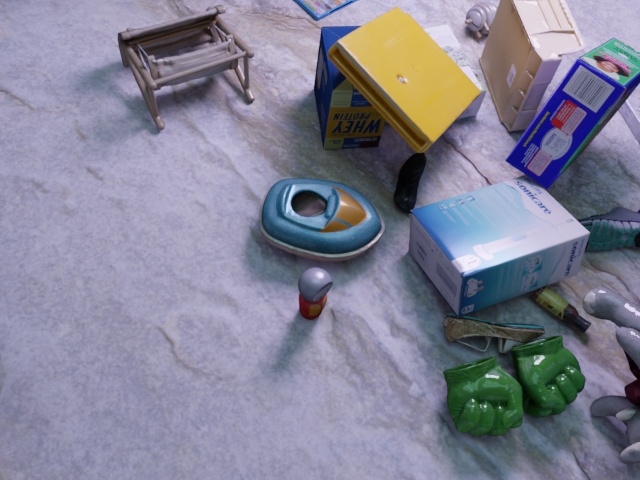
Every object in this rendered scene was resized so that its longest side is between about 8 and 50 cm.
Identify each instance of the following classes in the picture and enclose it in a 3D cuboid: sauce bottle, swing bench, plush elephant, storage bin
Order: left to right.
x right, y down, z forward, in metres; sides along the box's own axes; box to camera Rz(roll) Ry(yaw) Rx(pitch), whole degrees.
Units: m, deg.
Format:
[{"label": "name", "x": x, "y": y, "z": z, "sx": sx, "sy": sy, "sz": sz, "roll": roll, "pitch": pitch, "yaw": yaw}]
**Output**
[{"label": "swing bench", "x": -0.319, "y": -0.432, "z": 1.681, "sx": 0.253, "sy": 0.165, "sz": 0.254, "roll": -22, "pitch": 63, "yaw": -17}, {"label": "storage bin", "x": 0.498, "y": -0.442, "z": 1.708, "sx": 0.123, "sy": 0.262, "sz": 0.260, "roll": -6, "pitch": 60, "yaw": -8}, {"label": "sauce bottle", "x": 0.503, "y": 0.143, "z": 1.485, "sx": 0.128, "sy": 0.042, "sz": 0.042, "roll": 38, "pitch": 63, "yaw": 19}, {"label": "plush elephant", "x": 0.622, "y": 0.287, "z": 1.314, "sx": 0.330, "sy": 0.272, "sz": 0.255, "roll": 36, "pitch": 99, "yaw": 51}]

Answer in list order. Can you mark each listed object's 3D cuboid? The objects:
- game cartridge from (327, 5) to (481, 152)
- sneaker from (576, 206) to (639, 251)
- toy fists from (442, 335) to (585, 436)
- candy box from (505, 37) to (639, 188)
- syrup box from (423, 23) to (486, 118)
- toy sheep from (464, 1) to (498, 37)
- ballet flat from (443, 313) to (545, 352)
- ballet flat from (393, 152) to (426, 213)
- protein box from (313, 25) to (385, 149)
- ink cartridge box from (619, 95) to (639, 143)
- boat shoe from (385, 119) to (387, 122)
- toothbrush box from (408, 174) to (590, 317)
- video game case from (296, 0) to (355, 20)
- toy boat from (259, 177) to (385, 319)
[{"label": "game cartridge", "x": 0.192, "y": -0.359, "z": 1.545, "sx": 0.285, "sy": 0.053, "sz": 0.324, "roll": 47, "pitch": 41, "yaw": -1}, {"label": "sneaker", "x": 0.643, "y": -0.032, "z": 1.598, "sx": 0.224, "sy": 0.083, "sz": 0.098, "roll": 2, "pitch": 38, "yaw": -9}, {"label": "toy fists", "x": 0.372, "y": 0.281, "z": 1.348, "sx": 0.279, "sy": 0.096, "sz": 0.142, "roll": -15, "pitch": 84, "yaw": -16}, {"label": "candy box", "x": 0.570, "y": -0.285, "z": 1.559, "sx": 0.122, "sy": 0.268, "sz": 0.317, "roll": 39, "pitch": 38, "yaw": 13}, {"label": "syrup box", "x": 0.311, "y": -0.418, "z": 1.772, "sx": 0.093, "sy": 0.096, "sz": 0.237, "roll": -14, "pitch": 61, "yaw": -14}, {"label": "toy sheep", "x": 0.432, "y": -0.589, "z": 1.894, "sx": 0.132, "sy": 0.091, "sz": 0.091, "roll": -23, "pitch": 62, "yaw": -38}, {"label": "ballet flat", "x": 0.348, "y": 0.192, "z": 1.438, "sx": 0.206, "sy": 0.073, "sz": 0.067, "roll": 7, "pitch": 85, "yaw": 2}, {"label": "ballet flat", "x": 0.207, "y": -0.136, "z": 1.631, "sx": 0.057, "sy": 0.049, "sz": 0.173, "roll": -8, "pitch": 46, "yaw": 41}, {"label": "protein box", "x": 0.069, "y": -0.352, "z": 1.647, "sx": 0.136, "sy": 0.201, "sz": 0.200, "roll": -4, "pitch": 60, "yaw": -8}, {"label": "ink cartridge box", "x": 0.835, "y": -0.270, "z": 1.762, "sx": 0.097, "sy": 0.046, "sz": 0.207, "roll": -12, "pitch": 61, "yaw": -11}, {"label": "boat shoe", "x": 0.168, "y": -0.383, "z": 1.755, "sx": 0.075, "sy": 0.065, "sz": 0.206, "roll": 7, "pitch": 59, "yaw": -1}, {"label": "toothbrush box", "x": 0.362, "y": 0.003, "z": 1.478, "sx": 0.295, "sy": 0.126, "sz": 0.216, "roll": -19, "pitch": 45, "yaw": -15}, {"label": "video game case", "x": 0.019, "y": -0.670, "z": 1.943, "sx": 0.166, "sy": 0.015, "sz": 0.119, "roll": -33, "pitch": 68, "yaw": -22}, {"label": "toy boat", "x": 0.000, "y": 0.000, "z": 1.461, "sx": 0.267, "sy": 0.148, "sz": 0.318, "roll": 7, "pitch": 58, "yaw": -2}]
